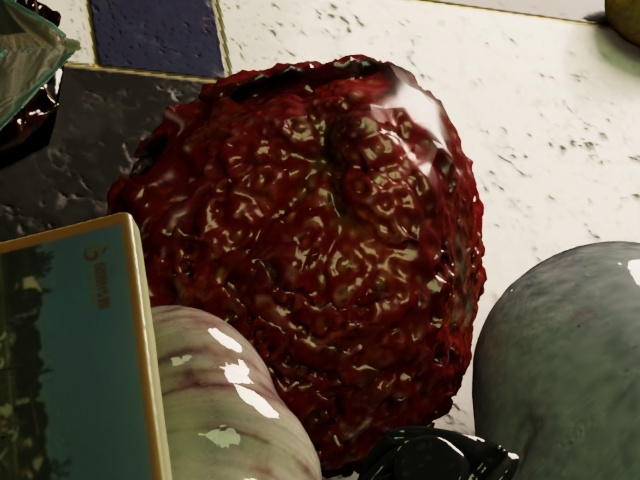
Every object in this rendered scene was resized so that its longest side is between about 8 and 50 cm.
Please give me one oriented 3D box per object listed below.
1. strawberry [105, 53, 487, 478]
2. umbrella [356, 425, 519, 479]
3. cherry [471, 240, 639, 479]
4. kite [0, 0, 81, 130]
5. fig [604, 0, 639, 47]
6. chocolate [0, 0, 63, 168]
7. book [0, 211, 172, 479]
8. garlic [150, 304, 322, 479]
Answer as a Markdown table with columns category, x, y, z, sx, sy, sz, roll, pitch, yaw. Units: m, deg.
| category | x | y | z | sx | sy | sz | roll | pitch | yaw |
| --- | --- | --- | --- | --- | --- | --- | --- | --- | --- |
| strawberry | 0.000 | 0.000 | 1.241 | 0.274 | 0.220 | 0.274 | 17 | 49 | -20 |
| umbrella | 0.051 | 0.189 | 1.109 | 0.122 | 0.272 | 0.110 | -14 | 62 | -10 |
| cherry | 0.217 | 0.136 | 1.265 | 0.255 | 0.218 | 0.296 | -12 | 64 | -45 |
| kite | -0.295 | -0.101 | 1.122 | 0.314 | 0.011 | 0.335 | -4 | 57 | -10 |
| fig | 0.283 | -0.203 | 1.610 | 0.082 | 0.098 | 0.084 | -18 | 57 | -34 |
| chocolate | -0.255 | -0.165 | 1.247 | 0.224 | 0.177 | 0.206 | 16 | 52 | -16 |
| book | -0.260 | 0.137 | 0.994 | 0.374 | 0.028 | 0.262 | -13 | 56 | 4 |
| garlic | -0.082 | 0.185 | 1.101 | 0.253 | 0.245 | 0.245 | 42 | 40 | -41 |
